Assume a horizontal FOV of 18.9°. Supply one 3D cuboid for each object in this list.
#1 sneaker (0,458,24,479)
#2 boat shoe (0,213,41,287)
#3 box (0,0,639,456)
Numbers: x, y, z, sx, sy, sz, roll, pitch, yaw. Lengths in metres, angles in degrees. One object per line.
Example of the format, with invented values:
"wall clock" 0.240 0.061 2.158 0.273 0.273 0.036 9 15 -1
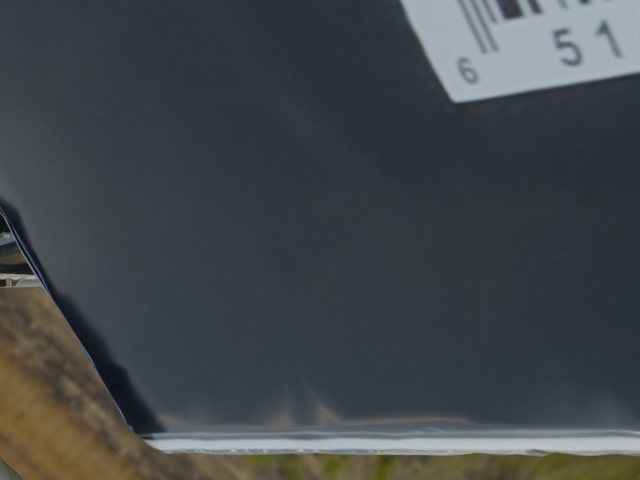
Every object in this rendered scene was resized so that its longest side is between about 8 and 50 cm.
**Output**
"sneaker" -0.218 0.257 1.197 0.129 0.111 0.297 64 -171 -47
"boat shoe" 0.000 0.000 0.861 0.500 0.156 0.187 -3 175 35
"box" 0.181 -0.205 0.435 0.480 0.472 0.297 -7 118 46
